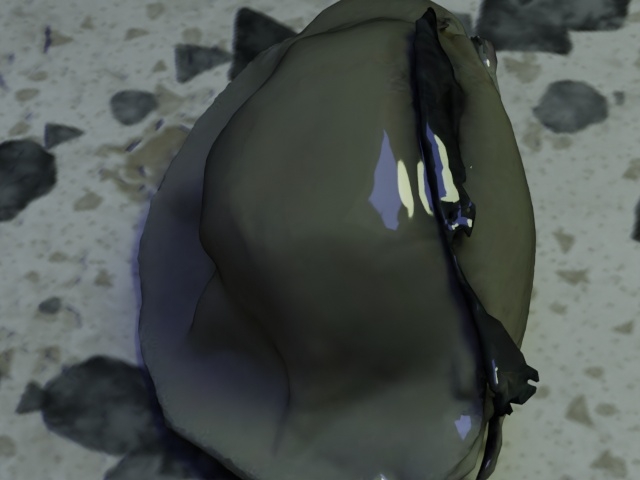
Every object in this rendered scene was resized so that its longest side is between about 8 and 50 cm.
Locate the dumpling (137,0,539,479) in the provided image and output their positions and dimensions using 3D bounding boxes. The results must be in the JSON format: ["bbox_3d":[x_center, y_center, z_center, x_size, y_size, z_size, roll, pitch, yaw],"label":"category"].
[{"bbox_3d":[0.005,-0.008,0.947,0.205,0.163,0.293,1,63,0],"label":"dumpling"}]
